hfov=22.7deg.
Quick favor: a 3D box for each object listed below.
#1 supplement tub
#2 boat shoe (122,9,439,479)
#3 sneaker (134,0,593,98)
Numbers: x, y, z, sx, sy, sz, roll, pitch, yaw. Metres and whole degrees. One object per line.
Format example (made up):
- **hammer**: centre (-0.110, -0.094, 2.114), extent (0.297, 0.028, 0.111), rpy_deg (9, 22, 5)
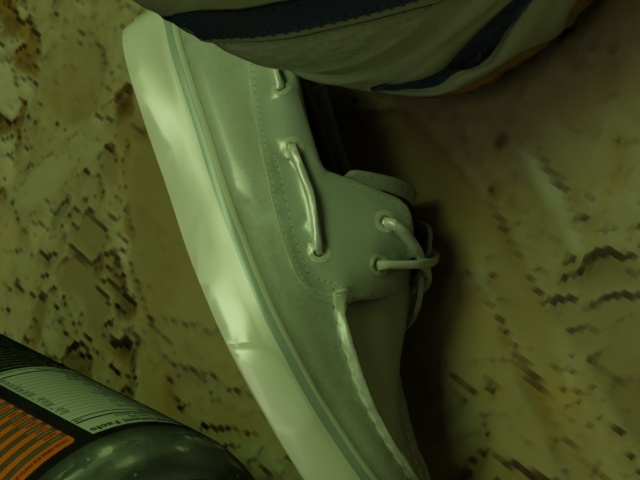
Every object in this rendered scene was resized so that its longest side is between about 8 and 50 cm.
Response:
- **supplement tub**: centre (-0.094, 0.101, 0.520), extent (0.190, 0.117, 0.117), rpy_deg (19, 104, 45)
- **boat shoe**: centre (0.000, 0.000, 0.467), extent (0.063, 0.066, 0.184), rpy_deg (-27, 61, 8)
- **sneaker**: centre (0.057, -0.143, 0.355), extent (0.296, 0.131, 0.112), rpy_deg (-51, 54, 31)
